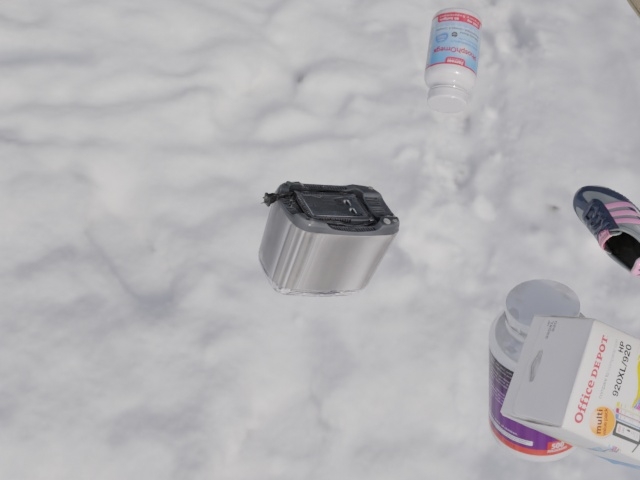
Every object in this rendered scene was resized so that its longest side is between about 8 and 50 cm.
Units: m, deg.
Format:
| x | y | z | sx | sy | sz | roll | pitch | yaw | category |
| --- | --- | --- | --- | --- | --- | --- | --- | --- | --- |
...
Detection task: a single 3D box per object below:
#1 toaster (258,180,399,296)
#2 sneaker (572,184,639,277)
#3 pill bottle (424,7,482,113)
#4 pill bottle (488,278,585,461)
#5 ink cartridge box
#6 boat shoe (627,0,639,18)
| x | y | z | sx | sy | sz | roll | pitch | yaw | category |
| --- | --- | --- | --- | --- | --- | --- | --- | --- | --- |
| 0.000 | 0.000 | 1.506 | 0.227 | 0.146 | 0.129 | 0 | 36 | -30 | toaster |
| 0.651 | -0.028 | 2.198 | 0.131 | 0.112 | 0.319 | -3 | 33 | -32 | sneaker |
| 0.218 | -0.297 | 1.637 | 0.087 | 0.087 | 0.160 | 9 | 73 | -1 | pill bottle |
| 0.389 | 0.230 | 1.752 | 0.181 | 0.323 | 0.181 | -5 | 39 | 4 | pill bottle |
| 0.430 | 0.232 | 1.492 | 0.232 | 0.171 | 0.168 | 24 | -11 | -18 | ink cartridge box |
| 0.319 | -0.180 | 0.768 | 0.113 | 0.302 | 0.103 | -40 | 11 | -18 | boat shoe |
